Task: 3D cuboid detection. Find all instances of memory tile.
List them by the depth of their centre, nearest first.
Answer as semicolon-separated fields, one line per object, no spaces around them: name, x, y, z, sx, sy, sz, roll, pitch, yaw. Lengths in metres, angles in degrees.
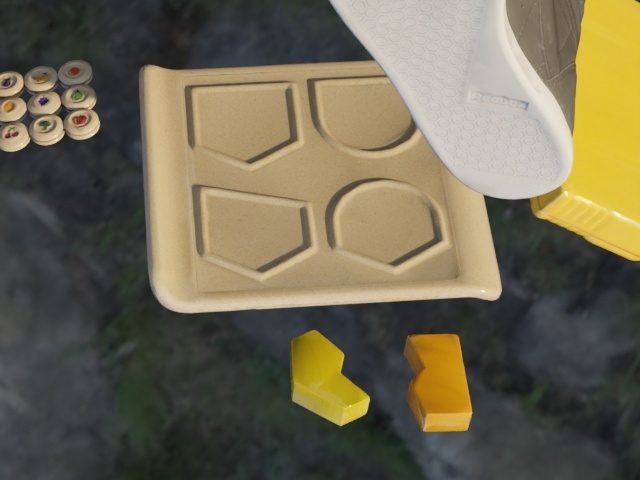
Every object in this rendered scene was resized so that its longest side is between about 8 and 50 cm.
memory tile;-0.308;-0.140;2.006;0.148;0.113;0.012;-11;140;-1

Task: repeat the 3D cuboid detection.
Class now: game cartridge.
game cartridge;0.283;-0.093;1.658;0.324;0.285;0.053;21;136;-29

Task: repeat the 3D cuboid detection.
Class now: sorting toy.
sorting toy;0.000;0.000;1.248;0.229;0.307;0.041;0;140;-8

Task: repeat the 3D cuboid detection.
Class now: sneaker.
sneaker;0.071;-0.168;1.045;0.105;0.147;0.295;-9;139;21
